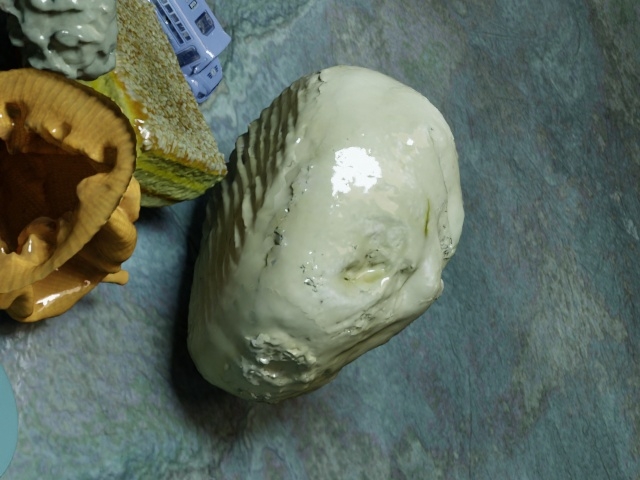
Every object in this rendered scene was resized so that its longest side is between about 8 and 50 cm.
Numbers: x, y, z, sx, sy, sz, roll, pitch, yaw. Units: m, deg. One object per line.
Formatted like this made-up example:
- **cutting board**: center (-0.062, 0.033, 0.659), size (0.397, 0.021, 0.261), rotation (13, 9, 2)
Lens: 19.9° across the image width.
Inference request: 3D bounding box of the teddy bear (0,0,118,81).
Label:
- **teddy bear**: center (-0.345, -0.345, 1.714), size (0.357, 0.224, 0.367), rotation (14, 31, -24)

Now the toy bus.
- **toy bus**: center (-0.157, -0.235, 2.022), size (0.167, 0.076, 0.073), rotation (56, 35, -18)

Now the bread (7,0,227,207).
- **bread**: center (-0.210, -0.154, 1.840), size (0.184, 0.110, 0.234), rotation (23, 39, -63)

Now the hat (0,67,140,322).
- **hat**: center (-0.228, -0.013, 1.695), size (0.233, 0.244, 0.233), rotation (47, 21, -56)

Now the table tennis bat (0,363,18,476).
- **table tennis bat**: center (-0.349, 0.134, 1.583), size (0.237, 0.038, 0.149), rotation (31, 50, -49)

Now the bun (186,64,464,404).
- **bun**: center (0.000, 0.000, 1.880), size (0.234, 0.326, 0.362), rotation (25, 91, -21)
